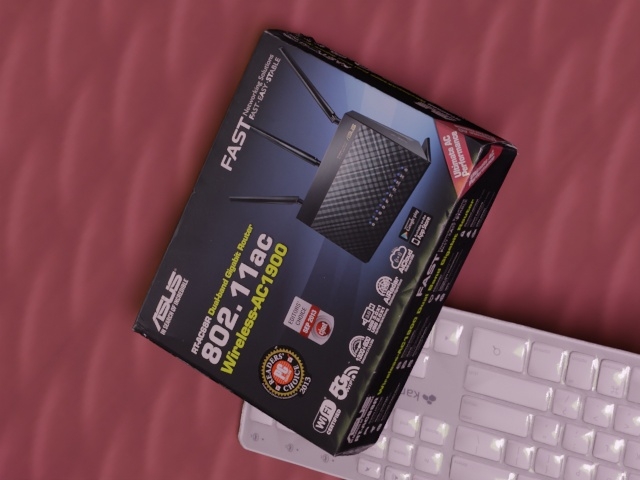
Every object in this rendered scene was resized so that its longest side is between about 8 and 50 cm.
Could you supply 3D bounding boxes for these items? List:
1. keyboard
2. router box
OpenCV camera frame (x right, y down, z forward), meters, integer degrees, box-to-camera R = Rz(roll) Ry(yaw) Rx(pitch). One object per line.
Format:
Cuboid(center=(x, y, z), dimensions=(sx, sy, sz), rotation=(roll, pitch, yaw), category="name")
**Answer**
Cuboid(center=(0.087, 0.069, 0.547), dimensions=(0.256, 0.014, 0.072), rotation=(13, 106, 25), category="keyboard")
Cuboid(center=(0.000, 0.000, 0.559), dimensions=(0.092, 0.038, 0.122), rotation=(29, 102, 22), category="router box")
